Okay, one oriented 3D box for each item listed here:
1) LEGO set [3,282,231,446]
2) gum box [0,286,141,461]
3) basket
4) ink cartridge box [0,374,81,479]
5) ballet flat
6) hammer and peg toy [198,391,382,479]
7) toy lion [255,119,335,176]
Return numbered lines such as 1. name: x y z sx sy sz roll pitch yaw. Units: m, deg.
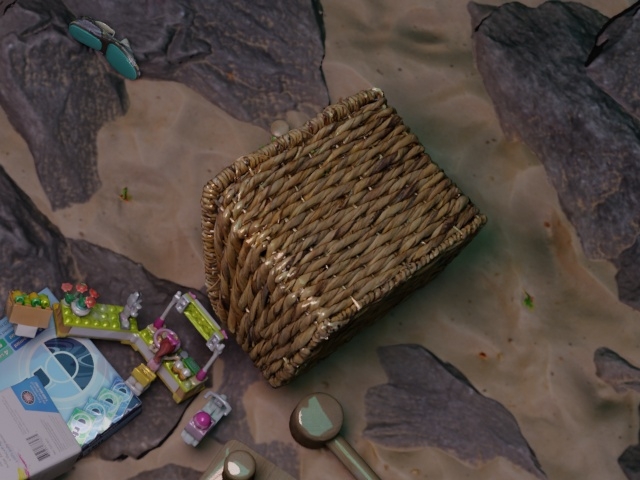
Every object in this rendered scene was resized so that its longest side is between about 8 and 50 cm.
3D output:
1. LEGO set: -0.213 0.102 1.944 0.287 0.107 0.132 34 42 -3
2. gum box: -0.325 0.172 1.969 0.157 0.041 0.184 -37 76 -19
3. basket: 0.000 0.000 1.969 0.299 0.213 0.223 -34 81 -35
4. ink cartridge box: -0.368 0.236 1.855 0.181 0.061 0.104 -24 72 -34
5. ballet flat: -0.266 -0.250 2.150 0.114 0.041 0.041 37 69 8
6. hammer and peg toy: -0.032 0.348 1.880 0.266 0.127 0.361 34 69 8
7. toy lion: -0.038 -0.096 2.116 0.100 0.034 0.096 15 74 0
